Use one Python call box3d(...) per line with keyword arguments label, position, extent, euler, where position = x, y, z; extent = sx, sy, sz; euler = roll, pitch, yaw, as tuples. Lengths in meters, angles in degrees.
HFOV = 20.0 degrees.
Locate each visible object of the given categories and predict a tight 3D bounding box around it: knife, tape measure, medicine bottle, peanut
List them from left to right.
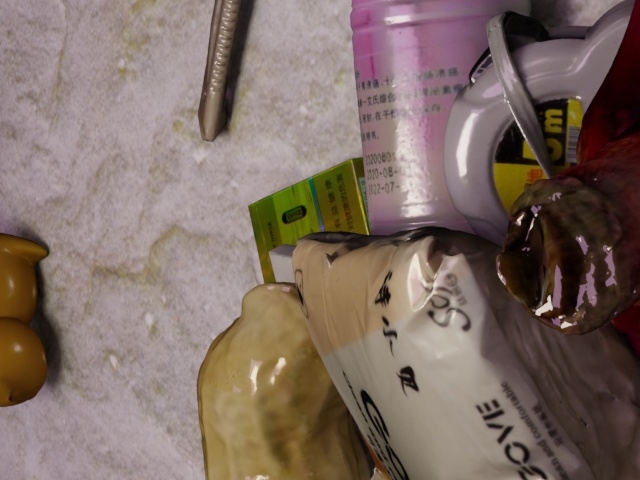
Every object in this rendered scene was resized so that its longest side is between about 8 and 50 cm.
box3d(label="knife", position=(-0.086, -0.265, 1.853), extent=(0.089, 0.043, 0.365), euler=(-91, 10, -62))
box3d(label="peanut", position=(-0.041, 0.191, 1.729), extent=(0.174, 0.158, 0.340), euler=(-131, 29, -66))
box3d(label="medicine bottle", position=(0.105, -0.126, 1.501), extent=(0.152, 0.152, 0.254), euler=(-1, 94, 55))
box3d(label="tape measure", position=(0.191, -0.070, 1.364), extent=(0.197, 0.120, 0.236), euler=(4, 110, 10))

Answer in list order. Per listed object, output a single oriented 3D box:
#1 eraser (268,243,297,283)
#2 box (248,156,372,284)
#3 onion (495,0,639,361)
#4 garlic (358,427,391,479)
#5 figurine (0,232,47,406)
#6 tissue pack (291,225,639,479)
box3d(label="eraser", position=(0.004, 0.081, 1.753), extent=(0.104, 0.023, 0.150), euler=(11, 121, 50))
box3d(label="box", position=(0.000, 0.000, 1.779), extent=(0.193, 0.030, 0.121), euler=(-21, 78, 55))
box3d(label="onion", position=(0.265, -0.033, 1.062), extent=(0.398, 0.420, 0.398), euler=(175, 90, -66))
box3d(label="garlic", position=(0.113, 0.170, 1.617), extent=(0.198, 0.090, 0.129), euler=(-6, 106, 49))
box3d(label="figurine", position=(-0.428, 0.093, 2.290), extent=(0.215, 0.215, 0.228), euler=(-18, 58, 55))
box3d(label="tissue pack", position=(0.144, 0.136, 1.326), extent=(0.375, 0.195, 0.390), euler=(54, 170, -7))
